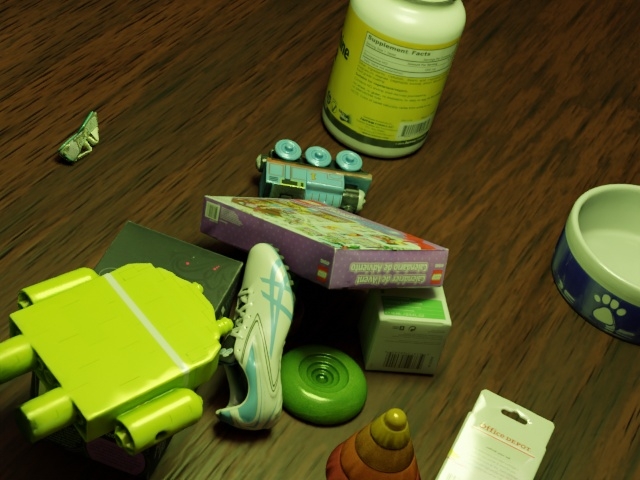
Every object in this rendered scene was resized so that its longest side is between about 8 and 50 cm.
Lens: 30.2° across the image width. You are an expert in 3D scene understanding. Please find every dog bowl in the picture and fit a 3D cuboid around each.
[{"bbox_3d":[0.494,0.035,1.814,0.264,0.104,0.265,10,41,-8],"label":"dog bowl"}]

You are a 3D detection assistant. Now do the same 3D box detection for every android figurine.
[{"bbox_3d":[-0.224,0.118,1.297,0.273,0.056,0.248,-25,55,-34],"label":"android figurine"}]

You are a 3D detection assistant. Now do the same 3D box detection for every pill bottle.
[{"bbox_3d":[0.124,-0.315,1.915,0.187,0.334,0.188,9,40,-8],"label":"pill bottle"}]

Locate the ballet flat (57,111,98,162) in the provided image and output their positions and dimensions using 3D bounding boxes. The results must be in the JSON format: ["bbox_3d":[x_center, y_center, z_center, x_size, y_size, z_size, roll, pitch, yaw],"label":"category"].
[{"bbox_3d":[-0.362,-0.154,1.808,0.041,0.041,0.114,20,40,5],"label":"ballet flat"}]

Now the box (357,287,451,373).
[{"bbox_3d":[0.112,0.114,1.599,0.101,0.102,0.087,5,39,-11],"label":"box"}]

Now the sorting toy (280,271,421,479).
[{"bbox_3d":[0.022,0.165,1.495,0.127,0.126,0.365,-11,48,-28],"label":"sorting toy"}]

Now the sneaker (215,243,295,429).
[{"bbox_3d":[-0.085,0.116,1.476,0.086,0.085,0.237,11,74,-28],"label":"sneaker"}]

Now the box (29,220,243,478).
[{"bbox_3d":[-0.222,0.126,1.444,0.165,0.143,0.270,20,40,4],"label":"box"}]

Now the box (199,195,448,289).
[{"bbox_3d":[0.000,0.000,1.604,0.201,0.057,0.293,0,14,-40],"label":"box"}]

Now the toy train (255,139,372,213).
[{"bbox_3d":[-0.010,-0.088,1.816,0.184,0.080,0.105,10,49,-11],"label":"toy train"}]

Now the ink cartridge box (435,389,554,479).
[{"bbox_3d":[0.202,0.283,1.437,0.104,0.062,0.181,26,55,11],"label":"ink cartridge box"}]
